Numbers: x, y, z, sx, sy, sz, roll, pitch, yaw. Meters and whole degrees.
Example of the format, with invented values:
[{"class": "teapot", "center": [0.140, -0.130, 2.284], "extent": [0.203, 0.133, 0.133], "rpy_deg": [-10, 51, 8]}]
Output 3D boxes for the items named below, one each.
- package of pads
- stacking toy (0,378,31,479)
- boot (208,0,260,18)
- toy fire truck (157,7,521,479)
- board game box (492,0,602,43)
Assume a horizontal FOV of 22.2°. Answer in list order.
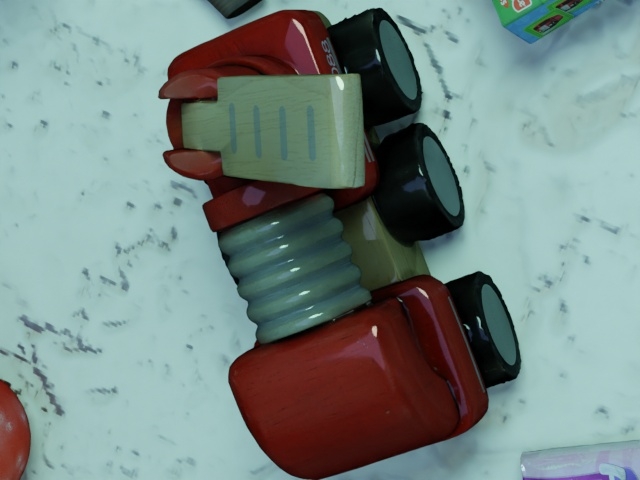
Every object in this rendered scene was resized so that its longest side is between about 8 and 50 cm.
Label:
[{"class": "package of pads", "center": [0.142, 0.125, 0.807], "extent": [0.083, 0.032, 0.050], "rpy_deg": [-9, 91, 20]}, {"class": "stacking toy", "center": [-0.291, 0.027, 0.903], "extent": [0.330, 0.141, 0.141], "rpy_deg": [43, 108, 2]}, {"class": "boot", "center": [-0.033, -0.172, 0.823], "extent": [0.118, 0.042, 0.087], "rpy_deg": [-29, 85, 19]}, {"class": "toy fire truck", "center": [0.000, 0.000, 0.724], "extent": [0.158, 0.246, 0.217], "rpy_deg": [-20, 90, 20]}, {"class": "board game box", "center": [0.149, -0.209, 0.726], "extent": [0.211, 0.039, 0.160], "rpy_deg": [-29, 69, 23]}]
